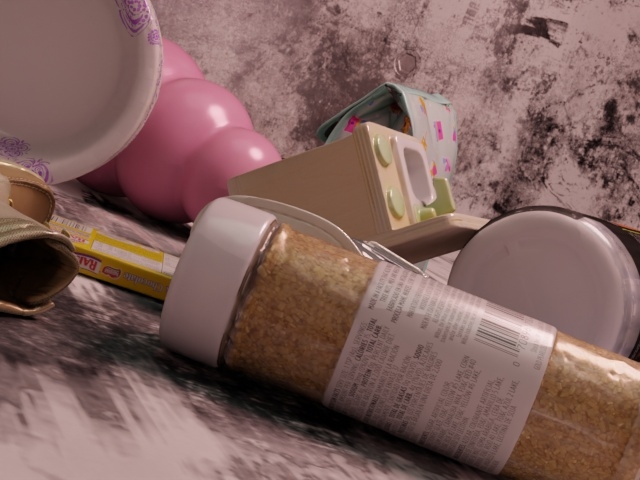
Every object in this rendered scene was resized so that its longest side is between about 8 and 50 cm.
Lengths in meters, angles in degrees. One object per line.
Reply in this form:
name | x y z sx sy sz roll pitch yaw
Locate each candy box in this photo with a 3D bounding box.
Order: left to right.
candy box | -0.180 0.017 1.234 0.206 0.027 0.105 19 10 -8

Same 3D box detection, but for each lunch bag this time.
lunch bag | 0.089 -0.089 1.920 0.160 0.262 0.223 23 8 25

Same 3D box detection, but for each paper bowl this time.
paper bowl | -0.313 -0.203 1.523 0.284 0.284 0.148 20 4 -4

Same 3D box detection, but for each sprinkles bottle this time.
sprinkles bottle | 0.065 0.084 1.014 0.355 0.121 0.121 21 6 5

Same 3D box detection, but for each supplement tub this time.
supplement tub | 0.275 0.070 1.467 0.194 0.193 0.316 24 7 29

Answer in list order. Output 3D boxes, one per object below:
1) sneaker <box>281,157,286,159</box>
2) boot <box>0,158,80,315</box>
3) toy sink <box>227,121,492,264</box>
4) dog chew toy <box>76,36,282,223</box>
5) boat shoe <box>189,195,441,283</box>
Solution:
sneaker | -0.017 -0.061 2.168 0.130 0.087 0.227 20 9 -17
boot | -0.235 -0.004 1.028 0.165 0.077 0.213 23 12 29
toy sink | 0.047 -0.039 1.457 0.234 0.131 0.153 -17 -10 25
dog chew toy | -0.175 -0.115 1.666 0.332 0.206 0.207 34 13 32
boat shoe | 0.036 0.059 1.201 0.319 0.116 0.099 26 4 4
